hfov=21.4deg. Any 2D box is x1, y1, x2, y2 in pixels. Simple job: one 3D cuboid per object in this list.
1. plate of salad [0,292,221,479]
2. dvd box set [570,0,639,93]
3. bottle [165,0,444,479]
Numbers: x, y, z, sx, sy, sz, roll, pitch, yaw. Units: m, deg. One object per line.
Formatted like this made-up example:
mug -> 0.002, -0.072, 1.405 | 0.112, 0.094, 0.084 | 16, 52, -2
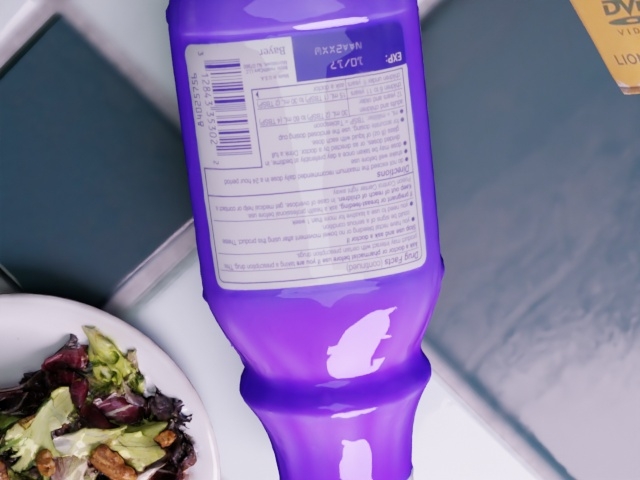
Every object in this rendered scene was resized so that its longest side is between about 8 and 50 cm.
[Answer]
plate of salad -> -0.151, 0.124, 0.866 | 0.200, 0.048, 0.200 | 0, 106, 1
dvd box set -> 0.116, -0.310, 0.599 | 0.307, 0.062, 0.420 | -45, 116, -27
bottle -> 0.000, 0.000, 0.805 | 0.118, 0.092, 0.283 | -6, 106, 3
